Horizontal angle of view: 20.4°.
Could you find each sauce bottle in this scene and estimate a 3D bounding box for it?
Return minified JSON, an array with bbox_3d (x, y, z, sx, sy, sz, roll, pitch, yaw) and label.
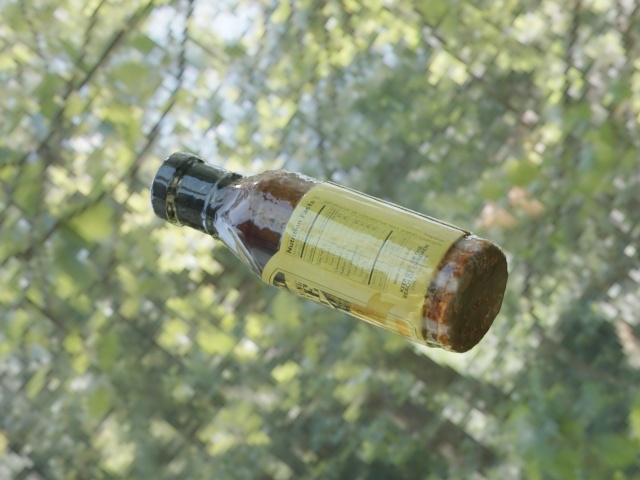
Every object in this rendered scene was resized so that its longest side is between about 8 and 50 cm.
[{"bbox_3d":[0.000,0.000,0.602,0.042,0.128,0.042,-35,-44,-43],"label":"sauce bottle"}]
